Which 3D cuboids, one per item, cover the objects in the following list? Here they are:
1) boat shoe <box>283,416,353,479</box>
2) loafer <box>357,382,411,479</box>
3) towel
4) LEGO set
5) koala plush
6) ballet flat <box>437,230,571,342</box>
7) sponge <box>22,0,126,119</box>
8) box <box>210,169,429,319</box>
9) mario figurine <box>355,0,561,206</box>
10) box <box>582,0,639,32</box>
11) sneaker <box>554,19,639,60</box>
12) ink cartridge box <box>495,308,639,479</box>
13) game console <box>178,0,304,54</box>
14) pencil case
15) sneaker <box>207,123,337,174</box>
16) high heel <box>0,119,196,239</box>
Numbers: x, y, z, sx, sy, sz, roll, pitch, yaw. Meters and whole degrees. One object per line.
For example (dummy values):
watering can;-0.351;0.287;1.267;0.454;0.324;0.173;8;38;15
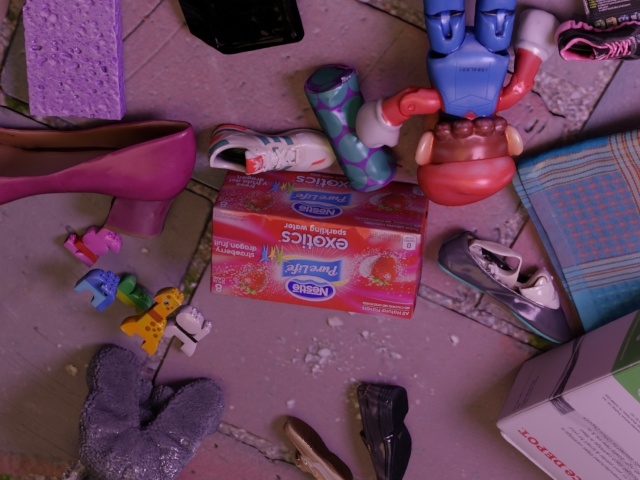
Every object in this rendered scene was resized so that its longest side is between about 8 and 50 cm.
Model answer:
boat shoe;-0.011;0.297;2.207;0.045;0.050;0.135;-34;110;20
loafer;0.083;0.261;2.173;0.061;0.062;0.170;14;121;28
towel;0.431;-0.019;1.903;0.370;0.040;0.271;-13;117;32
LEGO set;-0.225;0.067;2.089;0.227;0.087;0.093;43;118;-16
koala plush;-0.259;0.296;2.184;0.196;0.203;0.221;22;133;-3
ballet flat;0.241;0.053;2.011;0.203;0.074;0.074;33;120;-7
sponge;-0.297;-0.245;1.951;0.117;0.031;0.210;5;120;7
box;0.000;0.000;1.989;0.256;0.123;0.128;8;122;5
mario figurine;0.155;-0.190;1.862;0.198;0.170;0.321;17;124;25
box;0.373;-0.319;1.784;0.190;0.045;0.184;-11;115;17
sneaker;0.318;-0.214;1.799;0.119;0.057;0.047;1;119;11
ink cartridge box;0.390;0.209;1.989;0.211;0.122;0.289;41;142;-14
game console;-0.001;-0.333;1.842;0.361;0.044;0.213;-7;120;15
pencil case;0.039;-0.135;1.937;0.070;0.064;0.152;-32;116;-15
sneaker;-0.061;-0.100;1.968;0.161;0.075;0.057;6;121;7
high heel;-0.342;-0.124;1.974;0.377;0.127;0.181;12;132;-14
